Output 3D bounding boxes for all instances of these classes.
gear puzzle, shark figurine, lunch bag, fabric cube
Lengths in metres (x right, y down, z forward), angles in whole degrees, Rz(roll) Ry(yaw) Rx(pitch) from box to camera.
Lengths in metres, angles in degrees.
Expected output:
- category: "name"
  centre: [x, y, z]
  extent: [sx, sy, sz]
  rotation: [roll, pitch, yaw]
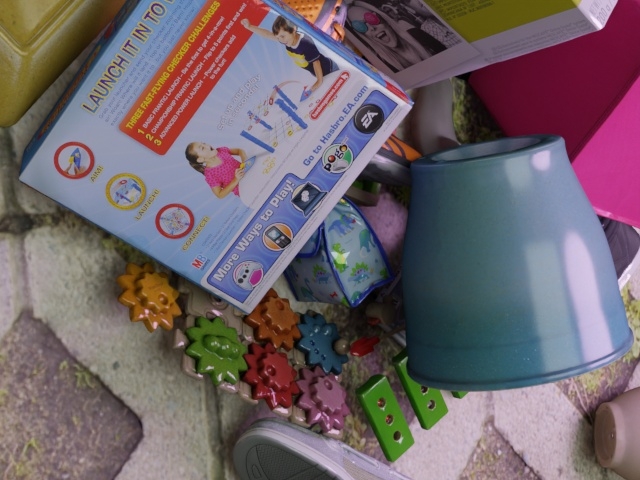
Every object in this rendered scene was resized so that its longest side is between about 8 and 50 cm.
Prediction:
- category: "gear puzzle"
  centre: [-0.090, 0.101, 1.398]
  extent: [0.339, 0.044, 0.175]
  rotation: [28, 43, -30]
- category: "shark figurine"
  centre: [0.193, -0.086, 1.555]
  extent: [0.166, 0.116, 0.278]
  rotation: [-36, 85, -21]
- category: "lunch bag"
  centre: [0.000, 0.000, 1.457]
  extent: [0.096, 0.129, 0.151]
  rotation: [-33, 109, -29]
- category: "fabric cube"
  centre: [0.399, -0.197, 1.585]
  extent: [0.259, 0.258, 0.254]
  rotation: [17, 122, -33]

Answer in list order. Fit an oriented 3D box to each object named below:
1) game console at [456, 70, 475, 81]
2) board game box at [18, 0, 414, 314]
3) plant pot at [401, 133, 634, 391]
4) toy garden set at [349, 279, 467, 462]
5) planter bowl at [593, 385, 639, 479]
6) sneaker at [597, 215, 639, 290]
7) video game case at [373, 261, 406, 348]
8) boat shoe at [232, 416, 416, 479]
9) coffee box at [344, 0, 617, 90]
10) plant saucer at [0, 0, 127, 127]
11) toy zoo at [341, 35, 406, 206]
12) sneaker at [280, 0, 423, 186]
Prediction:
- category: "game console"
  centre: [0.214, -0.284, 1.665]
  extent: [0.122, 0.071, 0.107]
  rotation: [14, 53, -34]
- category: "board game box"
  centre: [-0.114, -0.120, 1.293]
  extent: [0.302, 0.086, 0.308]
  rotation: [33, 106, -22]
- category: "plant pot"
  centre: [0.213, 0.014, 1.409]
  extent: [0.272, 0.272, 0.255]
  rotation: [-18, 102, -32]
- category: "toy garden set"
  centre: [0.123, 0.129, 1.547]
  extent: [0.244, 0.049, 0.204]
  rotation: [-37, 115, -30]
- category: "planter bowl"
  centre: [0.472, 0.291, 1.777]
  extent: [0.109, 0.162, 0.162]
  rotation: [2, 90, -7]
- category: "sneaker"
  centre: [0.357, 0.057, 1.719]
  extent: [0.147, 0.104, 0.295]
  rotation: [47, 61, -23]
- category: "video game case"
  centre: [0.180, 0.086, 1.629]
  extent: [0.201, 0.023, 0.183]
  rotation: [42, 76, -27]
- category: "boat shoe"
  centre: [0.022, 0.300, 1.499]
  extent: [0.320, 0.118, 0.103]
  rotation: [32, 36, -27]
- category: "coffee box"
  centre: [0.167, -0.436, 1.412]
  extent: [0.334, 0.338, 0.337]
  rotation: [42, 62, -26]
- category: "plant saucer"
  centre: [-0.331, -0.347, 1.259]
  extent: [0.333, 0.081, 0.332]
  rotation: [48, 67, -25]
- category: "toy zoo"
  centre: [0.027, -0.211, 1.530]
  extent: [0.192, 0.030, 0.293]
  rotation: [21, 79, -32]
- category: "sneaker"
  centre: [0.020, -0.190, 1.431]
  extent: [0.321, 0.124, 0.180]
  rotation: [26, 79, -31]
